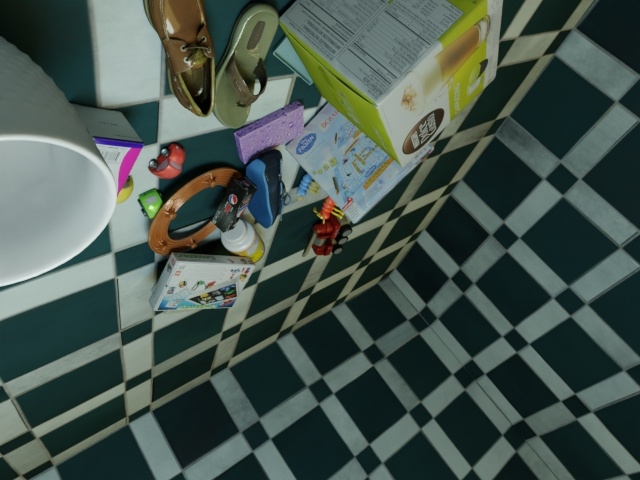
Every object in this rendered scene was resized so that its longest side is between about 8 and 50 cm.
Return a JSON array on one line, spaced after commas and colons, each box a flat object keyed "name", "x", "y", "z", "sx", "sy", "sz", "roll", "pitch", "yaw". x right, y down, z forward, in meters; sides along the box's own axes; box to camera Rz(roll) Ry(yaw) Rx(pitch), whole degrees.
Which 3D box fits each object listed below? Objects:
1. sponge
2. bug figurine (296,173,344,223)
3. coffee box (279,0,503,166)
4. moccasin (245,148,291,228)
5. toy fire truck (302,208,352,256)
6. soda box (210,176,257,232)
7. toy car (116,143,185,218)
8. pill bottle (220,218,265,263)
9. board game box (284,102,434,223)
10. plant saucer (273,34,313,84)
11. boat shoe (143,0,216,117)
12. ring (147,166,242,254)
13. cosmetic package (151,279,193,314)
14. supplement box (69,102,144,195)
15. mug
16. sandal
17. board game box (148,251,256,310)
[{"name": "sponge", "x": -0.140, "y": -0.304, "z": 1.288, "sx": 0.210, "sy": 0.031, "sz": 0.117, "roll": -32, "pitch": 158, "yaw": -18}, {"name": "bug figurine", "x": 0.004, "y": -0.192, "z": 1.517, "sx": 0.072, "sy": 0.279, "sz": 0.217, "roll": 12, "pitch": 111, "yaw": -33}, {"name": "coffee box", "x": 0.171, "y": -0.441, "z": 1.070, "sx": 0.334, "sy": 0.338, "sz": 0.337, "roll": -44, "pitch": 158, "yaw": 4}, {"name": "moccasin", "x": -0.152, "y": -0.149, "z": 1.424, "sx": 0.117, "sy": 0.137, "sz": 0.342, "roll": -46, "pitch": 171, "yaw": -24}, {"name": "toy fire truck", "x": 0.000, "y": 0.000, "z": 2.011, "sx": 0.246, "sy": 0.159, "sz": 0.217, "roll": -14, "pitch": 150, "yaw": -26}, {"name": "soda box", "x": -0.254, "y": -0.104, "z": 1.342, "sx": 0.169, "sy": 0.060, "sz": 0.053, "roll": -53, "pitch": 169, "yaw": 30}, {"name": "toy car", "x": -0.432, "y": -0.118, "z": 1.157, "sx": 0.238, "sy": 0.053, "sz": 0.225, "roll": -30, "pitch": 157, "yaw": -21}, {"name": "pill bottle", "x": -0.270, "y": 0.001, "z": 1.579, "sx": 0.117, "sy": 0.117, "sz": 0.215, "roll": -36, "pitch": 159, "yaw": -6}, {"name": "board game box", "x": 0.112, "y": -0.273, "z": 1.364, "sx": 0.318, "sy": 0.318, "sz": 0.066, "roll": -43, "pitch": 173, "yaw": 13}, {"name": "plant saucer", "x": -0.051, "y": -0.456, "z": 1.145, "sx": 0.067, "sy": 0.018, "sz": 0.192, "roll": -45, "pitch": 158, "yaw": 16}, {"name": "boat shoe", "x": -0.246, "y": -0.372, "z": 0.870, "sx": 0.110, "sy": 0.104, "sz": 0.307, "roll": -32, "pitch": 158, "yaw": -18}, {"name": "ring", "x": -0.351, "y": -0.075, "z": 1.335, "sx": 0.336, "sy": 0.032, "sz": 0.337, "roll": -43, "pitch": 167, "yaw": -12}, {"name": "cosmetic package", "x": -0.429, "y": 0.163, "z": 1.657, "sx": 0.160, "sy": 0.113, "sz": 0.309, "roll": -47, "pitch": 158, "yaw": 19}, {"name": "supplement box", "x": -0.474, "y": -0.152, "z": 0.936, "sx": 0.220, "sy": 0.114, "sz": 0.111, "roll": -51, "pitch": 157, "yaw": 26}, {"name": "mug", "x": -0.522, "y": -0.113, "z": 0.633, "sx": 0.374, "sy": 0.328, "sz": 0.276, "roll": -39, "pitch": 159, "yaw": 3}, {"name": "sandal", "x": -0.167, "y": -0.373, "z": 1.024, "sx": 0.120, "sy": 0.086, "sz": 0.303, "roll": -20, "pitch": 152, "yaw": -40}, {"name": "board game box", "x": -0.374, "y": 0.136, "z": 1.478, "sx": 0.305, "sy": 0.053, "sz": 0.193, "roll": 7, "pitch": 121, "yaw": -50}]
